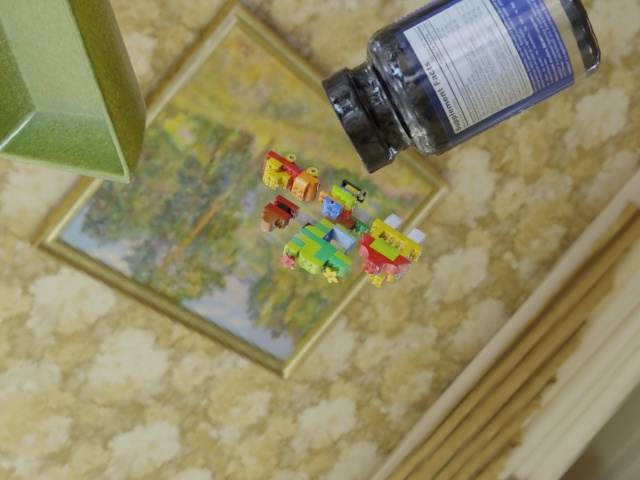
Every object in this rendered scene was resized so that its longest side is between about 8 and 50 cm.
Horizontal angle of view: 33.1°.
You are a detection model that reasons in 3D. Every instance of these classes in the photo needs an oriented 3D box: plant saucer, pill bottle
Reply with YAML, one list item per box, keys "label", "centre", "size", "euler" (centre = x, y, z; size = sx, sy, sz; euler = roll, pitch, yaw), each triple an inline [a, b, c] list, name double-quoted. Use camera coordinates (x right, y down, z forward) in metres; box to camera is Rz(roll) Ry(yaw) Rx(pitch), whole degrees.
- label: "plant saucer"
  centre: [-0.185, -0.139, 0.695]
  size: [0.188, 0.045, 0.188]
  euler: [12, 126, 47]
- label: "pill bottle"
  centre: [0.117, -0.149, 0.928]
  size: [0.123, 0.219, 0.123]
  euler: [61, -174, -12]

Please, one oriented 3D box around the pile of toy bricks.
- label: "pile of toy bricks"
  centre: [0.000, 0.000, 1.207]
  size: [0.212, 0.118, 0.105]
  euler: [33, -132, 16]
